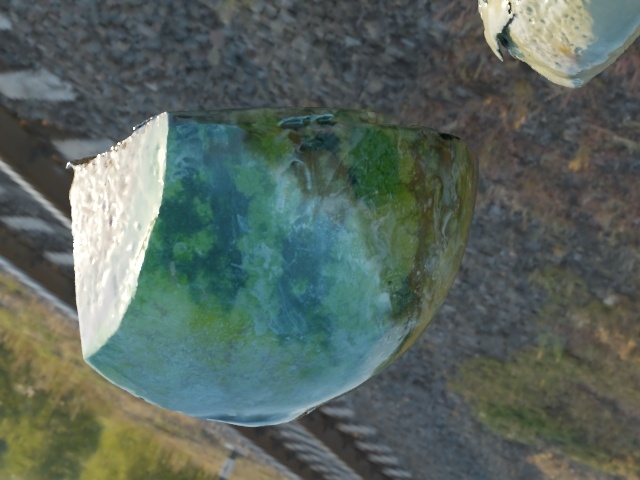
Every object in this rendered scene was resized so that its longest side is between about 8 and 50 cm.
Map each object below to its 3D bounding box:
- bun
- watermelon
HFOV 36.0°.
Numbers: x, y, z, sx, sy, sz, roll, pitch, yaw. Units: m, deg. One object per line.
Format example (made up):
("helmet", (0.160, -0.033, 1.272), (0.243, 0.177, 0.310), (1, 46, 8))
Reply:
("bun", (0.208, -0.223, 0.709), (0.141, 0.239, 0.239), (44, 164, 6))
("watermelon", (0.000, 0.000, 0.646), (0.305, 0.224, 0.180), (2, -142, -44))
